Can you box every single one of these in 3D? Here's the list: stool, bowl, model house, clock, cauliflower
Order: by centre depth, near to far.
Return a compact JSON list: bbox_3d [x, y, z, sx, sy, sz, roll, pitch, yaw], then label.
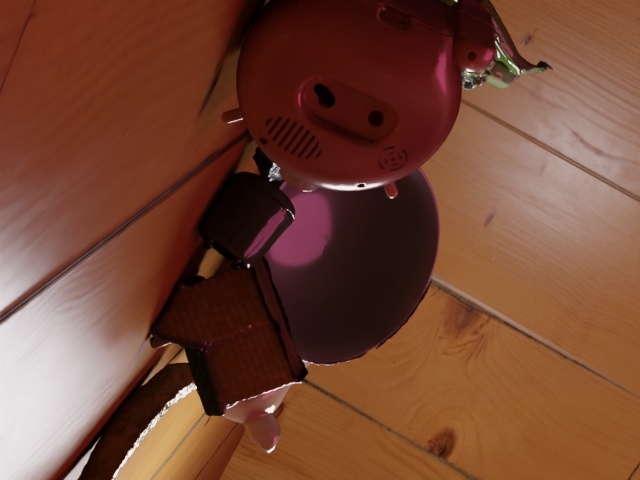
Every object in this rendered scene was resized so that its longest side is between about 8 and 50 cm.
[{"bbox_3d":[0.026,-0.149,1.363,0.241,0.227,0.142,-60,-170,29],"label":"clock"},{"bbox_3d":[-0.092,-0.024,1.715,0.110,0.096,0.096,-54,174,-9],"label":"stool"},{"bbox_3d":[-0.129,0.129,1.833,0.172,0.182,0.166,-22,179,3],"label":"model house"},{"bbox_3d":[0.000,0.000,2.081,0.157,0.345,0.345,28,-93,52],"label":"bowl"},{"bbox_3d":[0.249,-0.322,2.307,0.239,0.315,0.256,-62,-160,3],"label":"cauliflower"}]

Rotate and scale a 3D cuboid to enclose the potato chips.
[{"bbox_3d":[-0.260,0.275,1.866,0.057,0.080,0.407,-43,-172,39],"label":"potato chips"}]

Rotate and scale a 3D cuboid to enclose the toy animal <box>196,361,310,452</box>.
[{"bbox_3d":[-0.108,0.162,2.193,0.213,0.195,0.256,9,-125,52],"label":"toy animal"}]

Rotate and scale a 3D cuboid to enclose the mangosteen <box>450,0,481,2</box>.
[{"bbox_3d":[0.191,-0.379,1.328,0.330,0.330,0.330,-59,175,-9],"label":"mangosteen"}]

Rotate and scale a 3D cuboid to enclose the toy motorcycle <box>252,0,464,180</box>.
[{"bbox_3d":[0.053,-0.187,1.619,0.237,0.168,0.410,-21,166,-21],"label":"toy motorcycle"}]
